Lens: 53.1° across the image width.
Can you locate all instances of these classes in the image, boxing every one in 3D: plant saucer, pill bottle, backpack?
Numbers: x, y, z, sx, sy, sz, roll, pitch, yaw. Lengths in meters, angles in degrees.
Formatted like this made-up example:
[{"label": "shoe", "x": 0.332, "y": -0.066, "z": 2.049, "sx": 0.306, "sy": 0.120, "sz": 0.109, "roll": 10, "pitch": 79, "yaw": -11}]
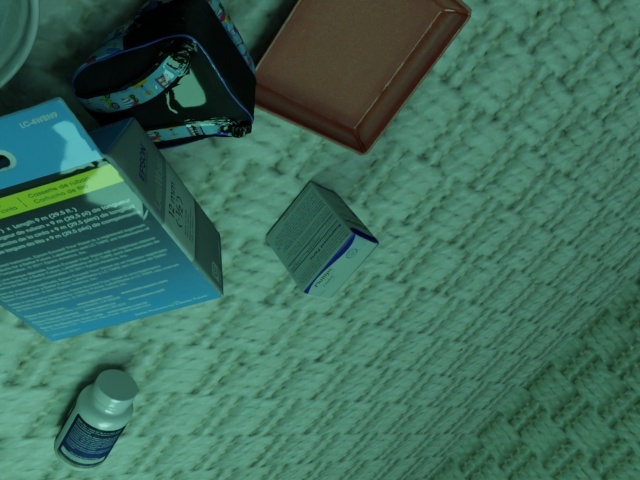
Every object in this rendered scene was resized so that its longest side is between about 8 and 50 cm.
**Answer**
[{"label": "plant saucer", "x": 0.045, "y": -0.260, "z": 0.856, "sx": 0.259, "sy": 0.047, "sz": 0.258, "roll": 16, "pitch": 119, "yaw": -45}, {"label": "pill bottle", "x": -0.373, "y": 0.299, "z": 1.076, "sx": 0.094, "sy": 0.094, "sz": 0.169, "roll": 10, "pitch": 123, "yaw": -43}, {"label": "backpack", "x": -0.175, "y": -0.180, "z": 0.715, "sx": 0.174, "sy": 0.116, "sz": 0.158, "roll": -11, "pitch": 146, "yaw": 20}]

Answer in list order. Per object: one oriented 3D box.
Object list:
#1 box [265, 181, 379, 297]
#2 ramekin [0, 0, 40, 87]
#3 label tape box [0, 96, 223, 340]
[{"label": "box", "x": 0.000, "y": 0.000, "z": 1.017, "sx": 0.072, "sy": 0.137, "sz": 0.126, "roll": 20, "pitch": 115, "yaw": -48}, {"label": "ramekin", "x": -0.355, "y": -0.222, "z": 0.536, "sx": 0.207, "sy": 0.109, "sz": 0.207, "roll": -22, "pitch": 141, "yaw": -19}, {"label": "label tape box", "x": -0.291, "y": -0.031, "z": 0.721, "sx": 0.249, "sy": 0.115, "sz": 0.347, "roll": -15, "pitch": 141, "yaw": 9}]
